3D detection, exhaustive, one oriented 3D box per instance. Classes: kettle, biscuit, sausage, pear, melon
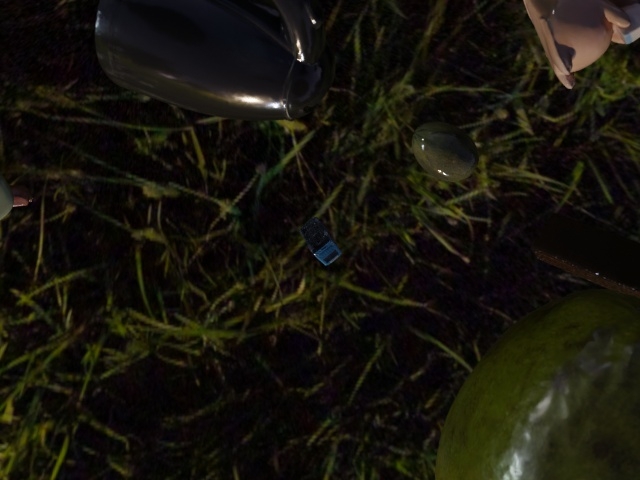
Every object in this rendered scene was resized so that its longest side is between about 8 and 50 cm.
[{"bbox_3d":[-0.119,-0.270,0.988,0.290,0.207,0.268,24,152,14],"label":"kettle"},{"bbox_3d":[0.632,0.043,1.694,0.073,0.388,0.107,37,86,-35],"label":"biscuit"},{"bbox_3d":[-0.473,-0.057,1.062,0.147,0.030,0.035,-7,129,-22],"label":"sausage"},{"bbox_3d":[0.300,0.244,0.832,0.351,0.352,0.414,5,116,-13],"label":"pear"},{"bbox_3d":[0.224,-0.161,1.394,0.130,0.098,0.098,31,102,-8],"label":"melon"}]

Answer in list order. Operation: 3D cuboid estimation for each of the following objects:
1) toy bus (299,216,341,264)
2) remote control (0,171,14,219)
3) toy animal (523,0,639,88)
[{"bbox_3d":[0.000,0.000,1.207,0.038,0.083,0.046,-40,123,5],"label":"toy bus"},{"bbox_3d":[-0.492,0.022,0.901,0.309,0.038,0.090,-45,153,-24],"label":"remote control"},{"bbox_3d":[0.471,-0.423,1.317,0.256,0.213,0.195,-33,157,11],"label":"toy animal"}]
